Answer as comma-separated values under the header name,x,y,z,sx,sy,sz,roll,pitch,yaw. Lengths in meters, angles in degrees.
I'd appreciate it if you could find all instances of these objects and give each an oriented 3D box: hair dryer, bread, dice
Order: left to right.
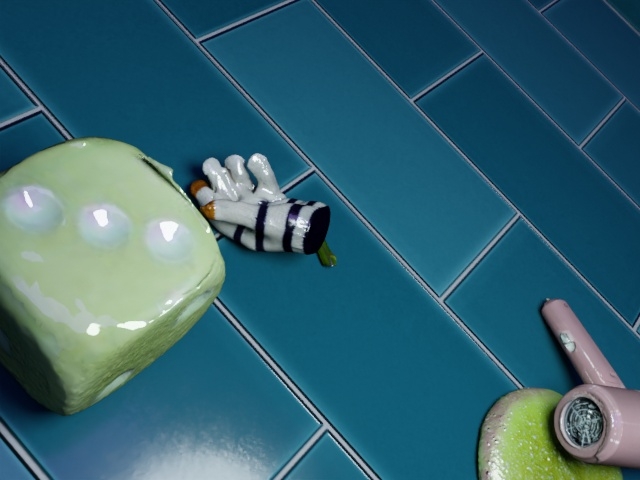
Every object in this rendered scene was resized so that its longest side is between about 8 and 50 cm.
name,x,y,z,sx,sy,sz,roll,pitch,yaw
dice,-0.288,0.043,0.815,0.252,0.254,0.249,48,55,4
bread,0.383,0.388,1.082,0.301,0.045,0.301,12,58,-19
hair dryer,0.462,0.229,1.149,0.210,0.125,0.352,14,35,-29

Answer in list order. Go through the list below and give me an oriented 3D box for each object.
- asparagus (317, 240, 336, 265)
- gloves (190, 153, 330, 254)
name,x,y,z,sx,sy,sz,roll,pitch,yaw
asparagus,0.000,0.000,1.132,0.025,0.021,0.108,-10,66,-36
gloves,-0.104,-0.048,1.060,0.218,0.131,0.140,13,53,18
